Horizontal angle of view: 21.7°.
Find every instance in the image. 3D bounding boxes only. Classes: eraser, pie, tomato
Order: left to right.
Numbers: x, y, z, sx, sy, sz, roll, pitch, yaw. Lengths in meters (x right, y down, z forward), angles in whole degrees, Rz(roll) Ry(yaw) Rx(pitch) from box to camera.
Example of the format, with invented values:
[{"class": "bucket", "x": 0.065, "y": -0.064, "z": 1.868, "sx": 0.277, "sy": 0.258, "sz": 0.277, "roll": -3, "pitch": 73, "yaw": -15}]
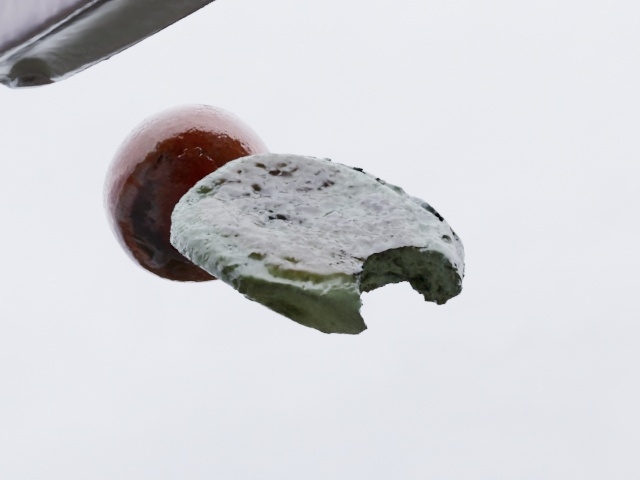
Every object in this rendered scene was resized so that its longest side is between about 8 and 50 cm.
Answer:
[{"class": "eraser", "x": -0.203, "y": -0.286, "z": 1.354, "sx": 0.122, "sy": 0.272, "sz": 0.359, "roll": -1, "pitch": -11, "yaw": -35}, {"class": "tomato", "x": -0.147, "y": -0.050, "z": 1.902, "sx": 0.208, "sy": 0.184, "sz": 0.208, "roll": 3, "pitch": -74, "yaw": 11}, {"class": "pie", "x": -0.006, "y": -0.003, "z": 1.660, "sx": 0.302, "sy": 0.302, "sz": 0.067, "roll": 3, "pitch": -61, "yaw": -5}]
